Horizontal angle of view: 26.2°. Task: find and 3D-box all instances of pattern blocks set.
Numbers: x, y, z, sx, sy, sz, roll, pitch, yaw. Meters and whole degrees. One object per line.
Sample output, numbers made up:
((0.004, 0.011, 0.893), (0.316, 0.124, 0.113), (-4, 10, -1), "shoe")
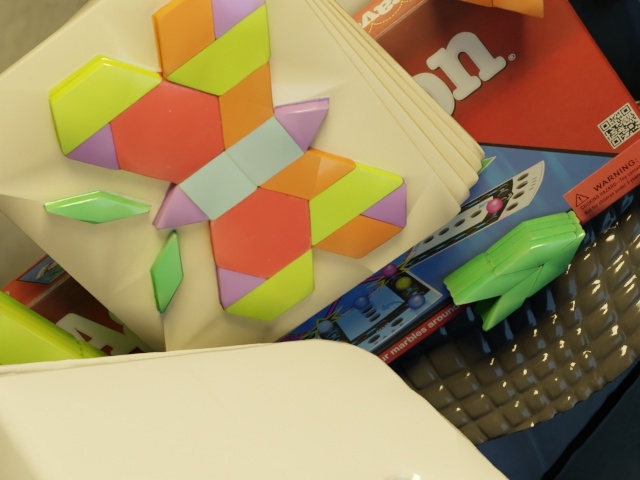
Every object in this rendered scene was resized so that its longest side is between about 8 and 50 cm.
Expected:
((-0.036, -0.031, 0.516), (0.325, 0.026, 0.285), (30, 112, -34), "pattern blocks set")

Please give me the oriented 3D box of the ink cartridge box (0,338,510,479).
((-0.031, 0.272, 0.492), (0.166, 0.285, 0.395), (-2, 117, -37), "ink cartridge box")

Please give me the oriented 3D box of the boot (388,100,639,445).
((0.148, -0.002, 0.731), (0.118, 0.338, 0.223), (66, 11, -1), "boot")

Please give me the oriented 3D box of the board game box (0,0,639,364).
((0.000, 0.000, 0.586), (0.281, 0.027, 0.145), (-37, 126, 10), "board game box")

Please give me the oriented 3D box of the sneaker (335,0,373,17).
((0.130, -0.135, 0.640), (0.321, 0.124, 0.180), (-39, 119, 1), "sneaker")

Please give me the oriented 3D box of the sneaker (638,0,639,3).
((0.236, -0.263, 0.778), (0.256, 0.094, 0.151), (-52, 124, -22), "sneaker")
